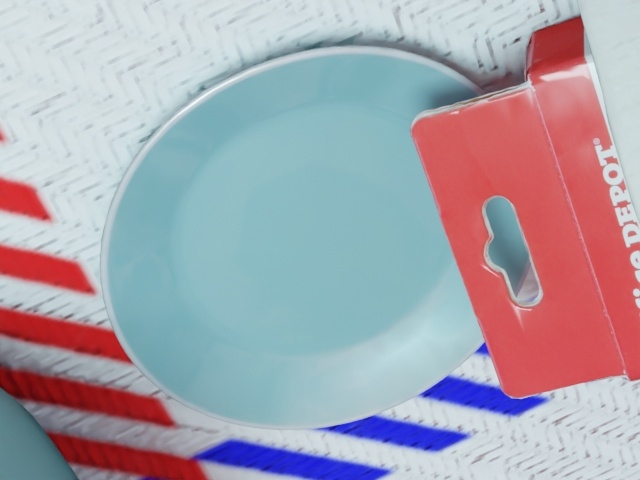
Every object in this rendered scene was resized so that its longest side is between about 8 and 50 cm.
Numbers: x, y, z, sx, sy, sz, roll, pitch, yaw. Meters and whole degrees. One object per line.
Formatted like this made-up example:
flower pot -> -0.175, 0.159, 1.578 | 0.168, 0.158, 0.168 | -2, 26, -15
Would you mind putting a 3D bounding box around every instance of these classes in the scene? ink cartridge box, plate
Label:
ink cartridge box -> 0.165, -0.033, 0.613 | 0.231, 0.078, 0.134 | -16, 108, 15
plate -> 0.000, 0.000, 0.661 | 0.188, 0.024, 0.188 | -7, 123, -11

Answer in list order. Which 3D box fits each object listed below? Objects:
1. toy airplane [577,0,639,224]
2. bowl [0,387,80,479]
toy airplane -> 0.100, -0.172, 0.341 | 0.384, 0.386, 0.272 | 28, 127, -37
bowl -> -0.204, 0.156, 0.608 | 0.311, 0.163, 0.311 | -8, 129, -10
